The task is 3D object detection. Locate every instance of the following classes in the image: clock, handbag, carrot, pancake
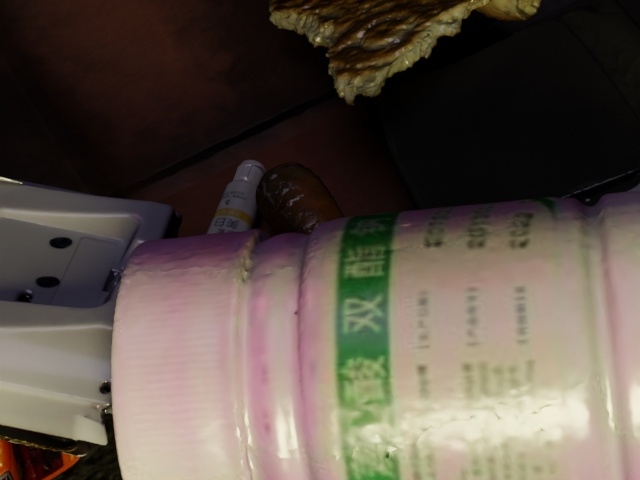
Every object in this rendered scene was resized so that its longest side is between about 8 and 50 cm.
[{"bbox_3d":[-0.203,0.030,1.054,0.186,0.083,0.253,11,31,0],"label":"clock"},{"bbox_3d":[0.172,-0.071,1.200,0.223,0.080,0.247,-25,39,1],"label":"handbag"},{"bbox_3d":[0.000,0.000,1.192,0.055,0.055,0.161,-25,46,-10],"label":"carrot"},{"bbox_3d":[0.054,-0.171,1.307,0.266,0.057,0.244,-8,34,29],"label":"pancake"}]

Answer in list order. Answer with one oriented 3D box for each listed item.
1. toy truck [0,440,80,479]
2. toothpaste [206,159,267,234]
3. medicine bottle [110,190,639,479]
[{"bbox_3d":[-0.241,0.099,1.116,0.114,0.107,0.253,-15,40,-14],"label":"toy truck"},{"bbox_3d":[-0.078,0.012,1.218,0.048,0.031,0.190,5,50,16],"label":"toothpaste"},{"bbox_3d":[0.054,0.086,0.972,0.325,0.212,0.212,-4,44,11],"label":"medicine bottle"}]
